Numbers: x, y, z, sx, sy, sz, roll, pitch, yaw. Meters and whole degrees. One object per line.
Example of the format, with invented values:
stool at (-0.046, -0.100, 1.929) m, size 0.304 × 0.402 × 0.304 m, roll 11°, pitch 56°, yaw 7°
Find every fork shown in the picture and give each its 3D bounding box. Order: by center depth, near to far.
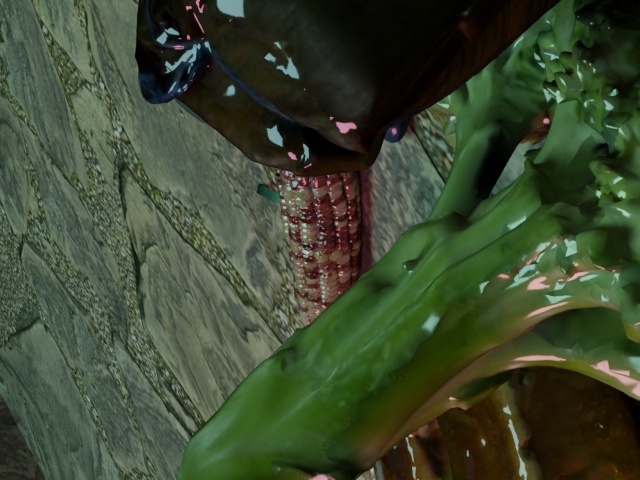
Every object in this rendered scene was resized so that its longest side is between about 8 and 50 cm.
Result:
fork at (-0.041, -0.045, 1.745) m, size 0.235 × 0.021 × 0.039 m, roll -144°, pitch 71°, yaw -80°

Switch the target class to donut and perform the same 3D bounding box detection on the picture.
donut at (0.145, 0.167, 1.320) m, size 0.330 × 0.160 × 0.330 m, roll 174°, pitch 90°, yaw -70°

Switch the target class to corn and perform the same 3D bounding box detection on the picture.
corn at (0.000, 0.000, 1.631) m, size 0.079 × 0.080 × 0.237 m, roll 50°, pitch 151°, yaw 45°

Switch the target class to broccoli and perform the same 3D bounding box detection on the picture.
broccoli at (0.123, 0.043, 0.943) m, size 0.275 × 0.397 × 0.353 m, roll 50°, pitch 159°, yaw -14°

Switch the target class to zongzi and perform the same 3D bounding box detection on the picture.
zongzi at (0.024, -0.177, 0.994) m, size 0.208 × 0.403 × 0.432 m, roll 38°, pitch 160°, yaw -7°

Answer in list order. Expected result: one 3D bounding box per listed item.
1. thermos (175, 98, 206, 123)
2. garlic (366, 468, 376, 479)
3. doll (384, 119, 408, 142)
thermos at (-0.043, -0.205, 1.469) m, size 0.145 × 0.182 × 0.286 m, roll 29°, pitch 164°, yaw -6°
garlic at (0.079, 0.167, 1.568) m, size 0.124 × 0.099 × 0.174 m, roll 81°, pitch 173°, yaw -84°
doll at (0.045, -0.141, 1.470) m, size 0.037 × 0.027 × 0.125 m, roll 139°, pitch 114°, yaw -68°
